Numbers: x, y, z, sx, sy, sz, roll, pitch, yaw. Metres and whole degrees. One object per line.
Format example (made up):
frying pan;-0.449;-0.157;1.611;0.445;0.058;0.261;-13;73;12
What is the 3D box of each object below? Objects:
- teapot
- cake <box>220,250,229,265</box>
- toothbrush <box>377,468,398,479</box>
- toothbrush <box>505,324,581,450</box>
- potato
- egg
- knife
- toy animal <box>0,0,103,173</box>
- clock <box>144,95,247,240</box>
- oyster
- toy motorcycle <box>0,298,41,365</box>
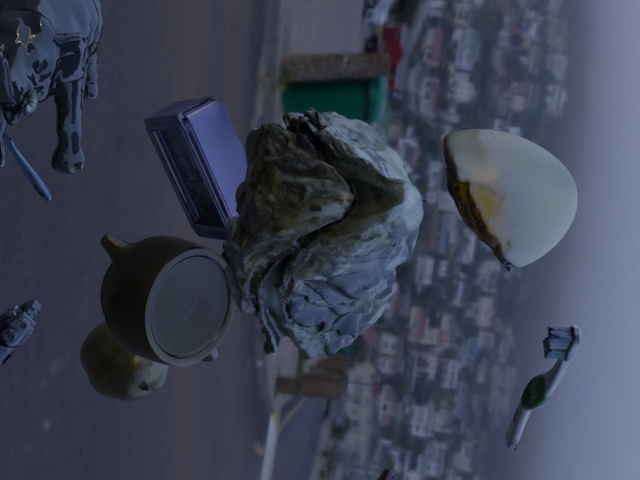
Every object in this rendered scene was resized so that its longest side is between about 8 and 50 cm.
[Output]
teapot;-0.242;0.090;1.522;0.185;0.175;0.268;-49;133;-26
cake;-0.073;-0.022;1.963;0.246;0.135;0.112;-56;165;24
toothbrush;0.002;0.428;1.205;0.364;0.041;0.041;-57;165;-29
toothbrush;0.291;0.206;1.348;0.418;0.040;0.042;86;5;-61
potato;-0.379;0.232;2.001;0.159;0.174;0.251;48;-1;-33
egg;0.342;-0.100;1.786;0.286;0.174;0.264;42;27;-34
knife;-0.616;-0.203;1.978;0.044;0.019;0.313;7;-47;57
toy animal;-0.206;-0.115;0.721;0.269;0.082;0.137;-97;-166;-62
clock;-0.159;-0.100;1.409;0.144;0.073;0.193;6;-57;61
oyster;0.006;-0.004;0.710;0.351;0.158;0.162;123;-52;-80
toy motorcycle;-0.625;0.211;1.854;0.106;0.270;0.159;49;9;-19
